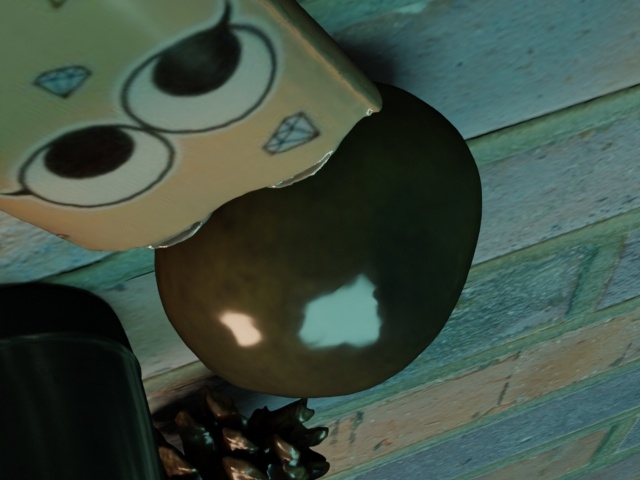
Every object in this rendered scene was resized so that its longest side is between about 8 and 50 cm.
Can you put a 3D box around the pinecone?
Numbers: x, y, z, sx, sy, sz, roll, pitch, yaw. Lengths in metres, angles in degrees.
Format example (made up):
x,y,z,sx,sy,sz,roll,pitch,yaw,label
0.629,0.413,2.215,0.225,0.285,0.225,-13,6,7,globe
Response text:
x,y,z,sx,sy,sz,roll,pitch,yaw,label
-0.082,0.210,0.986,0.184,0.179,0.204,7,99,-15,pinecone

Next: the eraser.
x,y,z,sx,sy,sz,roll,pitch,yaw,label
-0.110,-0.086,0.507,0.171,0.087,0.290,-27,154,16,eraser

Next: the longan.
x,y,z,sx,sy,sz,roll,pitch,yaw,label
0.000,0.000,0.692,0.187,0.167,0.167,-52,148,7,longan

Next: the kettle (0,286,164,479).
x,y,z,sx,sy,sz,roll,pitch,yaw,label
-0.182,0.185,0.743,0.207,0.271,0.251,-26,155,3,kettle
